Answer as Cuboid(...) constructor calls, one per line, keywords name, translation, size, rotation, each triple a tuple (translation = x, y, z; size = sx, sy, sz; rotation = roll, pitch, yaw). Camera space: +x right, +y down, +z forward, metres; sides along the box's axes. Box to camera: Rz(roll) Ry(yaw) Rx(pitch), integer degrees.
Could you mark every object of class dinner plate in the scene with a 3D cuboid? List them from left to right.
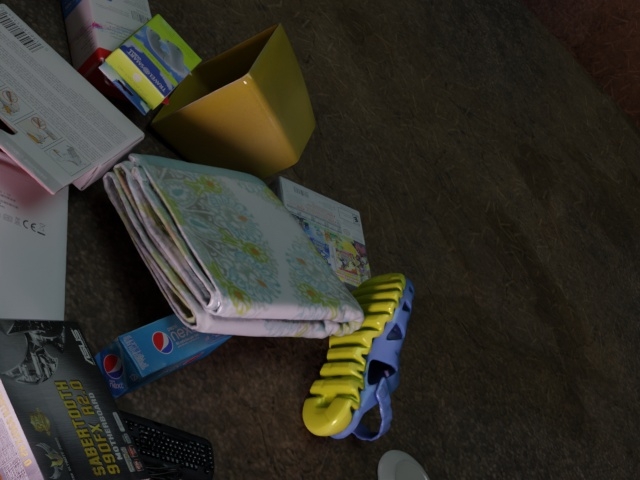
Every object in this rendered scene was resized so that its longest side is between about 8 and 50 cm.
Cuboid(name="dinner plate", translation=(0.149, 0.411, 1.910), size=(0.141, 0.017, 0.141), rotation=(32, 40, -32))

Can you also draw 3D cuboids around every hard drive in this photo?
Cuboid(name="hard drive", translation=(-0.440, 0.026, 1.500), size=(0.233, 0.047, 0.353), rotation=(26, 42, -36))

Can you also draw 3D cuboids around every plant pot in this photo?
Cuboid(name="plant pot", translation=(-0.127, -0.214, 1.976), size=(0.187, 0.212, 0.212), rotation=(54, 31, -22))

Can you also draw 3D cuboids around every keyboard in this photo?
Cuboid(name="keyboard", translation=(-0.213, 0.284, 1.557), size=(0.192, 0.038, 0.100), rotation=(25, 43, -36))

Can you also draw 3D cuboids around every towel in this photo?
Cuboid(name="towel", translation=(-0.132, 0.017, 1.775), size=(0.374, 0.090, 0.320), rotation=(7, 41, -52))

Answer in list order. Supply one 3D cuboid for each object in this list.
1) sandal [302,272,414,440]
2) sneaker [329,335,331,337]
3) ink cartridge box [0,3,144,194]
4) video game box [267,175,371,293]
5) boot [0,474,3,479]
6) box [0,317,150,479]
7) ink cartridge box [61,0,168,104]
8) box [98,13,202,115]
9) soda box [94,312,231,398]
Cuboid(name="sandal", translation=(0.081, 0.199, 1.886), size=(0.138, 0.126, 0.317), rotation=(41, 61, -33))
Cuboid(name="sneaker", translation=(0.082, 0.147, 2.015), size=(0.209, 0.081, 0.094), rotation=(-6, 64, -40))
Cuboid(name="ink cartridge box", translation=(-0.433, -0.191, 1.650), size=(0.296, 0.066, 0.261), rotation=(43, 33, -1))
Cuboid(name="video game box", translation=(0.000, 0.000, 2.068), size=(0.205, 0.048, 0.187), rotation=(23, 42, -38))
Cuboid(name="boot", translation=(-0.288, 0.374, 1.343), size=(0.284, 0.109, 0.220), rotation=(11, 48, -37))
Cuboid(name="box", translation=(-0.318, 0.201, 1.353), size=(0.183, 0.056, 0.231), rotation=(12, 45, -61))
Cuboid(name="ink cartridge box", translation=(-0.339, -0.312, 1.901), size=(0.134, 0.078, 0.231), rotation=(15, 49, -43))
Cuboid(name="box", translation=(-0.271, -0.285, 1.851), size=(0.109, 0.042, 0.178), rotation=(47, 34, -12))
Cuboid(name="soda box", translation=(-0.222, 0.151, 1.633), size=(0.067, 0.071, 0.210), rotation=(57, 33, 8))
